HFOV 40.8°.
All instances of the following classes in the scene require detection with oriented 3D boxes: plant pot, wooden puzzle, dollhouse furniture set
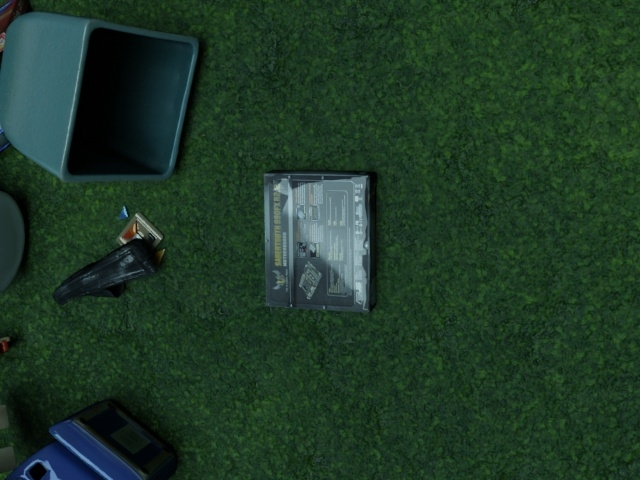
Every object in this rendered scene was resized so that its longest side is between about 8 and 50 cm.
[{"bbox_3d":[-0.405,0.431,1.542,0.236,0.236,0.212,37,96,6],"label":"plant pot"},{"bbox_3d":[-0.327,-0.003,1.554,0.116,0.014,0.078,38,108,8],"label":"wooden puzzle"},{"bbox_3d":[-0.393,-0.251,1.417,0.252,0.247,0.248,22,106,29],"label":"plant pot"},{"bbox_3d":[-0.632,0.320,1.608,0.262,0.135,0.259,-22,79,59],"label":"dollhouse furniture set"}]

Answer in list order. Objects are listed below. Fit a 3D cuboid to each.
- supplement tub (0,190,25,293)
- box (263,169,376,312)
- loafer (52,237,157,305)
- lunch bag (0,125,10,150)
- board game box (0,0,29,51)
[{"bbox_3d":[-0.734,-0.011,1.559,0.324,0.235,0.235,8,102,15],"label":"supplement tub"},{"bbox_3d":[0.000,0.000,1.434,0.183,0.056,0.231,2,100,17],"label":"box"},{"bbox_3d":[-0.391,0.073,1.554,0.223,0.076,0.078,-26,100,24],"label":"loafer"},{"bbox_3d":[-0.629,-0.216,1.565,0.151,0.096,0.129,-37,88,10],"label":"lunch bag"},{"bbox_3d":[-0.640,-0.325,1.531,0.281,0.145,0.027,-28,131,19],"label":"board game box"}]
